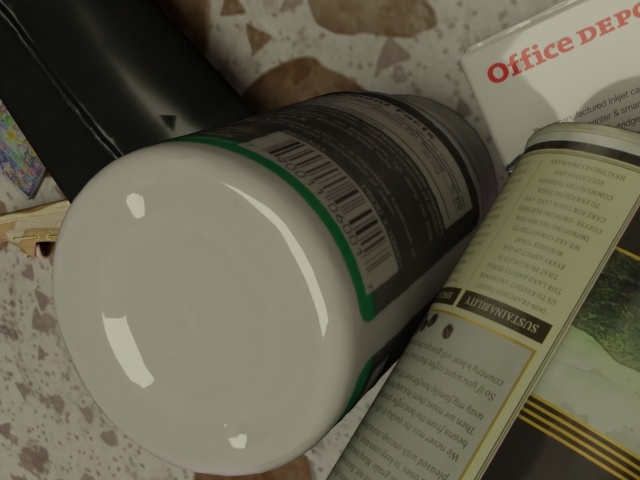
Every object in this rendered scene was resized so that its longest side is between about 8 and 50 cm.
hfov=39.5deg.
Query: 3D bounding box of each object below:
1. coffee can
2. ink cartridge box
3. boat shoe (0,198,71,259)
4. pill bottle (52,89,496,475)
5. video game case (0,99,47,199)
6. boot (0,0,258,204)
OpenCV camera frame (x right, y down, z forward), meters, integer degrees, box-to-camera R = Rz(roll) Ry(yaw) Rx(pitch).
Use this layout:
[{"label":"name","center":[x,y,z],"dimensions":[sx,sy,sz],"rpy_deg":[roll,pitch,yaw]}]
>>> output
[{"label":"coffee can","center":[0.141,0.100,0.520],"dimensions":[0.202,0.201,0.275],"rpy_deg":[30,82,16]},{"label":"ink cartridge box","center":[0.234,-0.070,0.664],"dimensions":[0.172,0.100,0.237],"rpy_deg":[-22,95,30]},{"label":"boat shoe","center":[-0.309,-0.008,0.980],"dimensions":[0.170,0.063,0.059],"rpy_deg":[-11,94,28]},{"label":"pill bottle","center":[0.000,0.000,0.652],"dimensions":[0.204,0.361,0.204],"rpy_deg":[8,108,25]},{"label":"video game case","center":[-0.328,-0.117,0.986],"dimensions":[0.087,0.011,0.122],"rpy_deg":[42,119,10]},{"label":"boot","center":[-0.189,-0.233,0.801],"dimensions":[0.367,0.146,0.445],"rpy_deg":[-40,83,38]}]
